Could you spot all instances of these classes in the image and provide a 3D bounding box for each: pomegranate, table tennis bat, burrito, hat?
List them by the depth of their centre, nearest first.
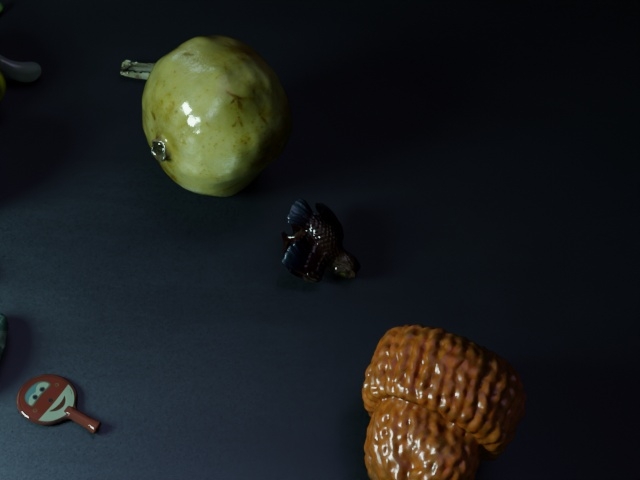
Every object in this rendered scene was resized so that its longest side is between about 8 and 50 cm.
[{"bbox_3d":[-0.442,0.283,1.530,0.154,0.019,0.098,27,46,9],"label":"table tennis bat"},{"bbox_3d":[0.173,0.368,1.571,0.285,0.285,0.400,25,73,3],"label":"hat"},{"bbox_3d":[-0.225,-0.256,1.884,0.332,0.333,0.333,10,47,-11],"label":"pomegranate"},{"bbox_3d":[-0.389,-0.400,2.140,0.171,0.042,0.051,1,46,-15],"label":"burrito"}]

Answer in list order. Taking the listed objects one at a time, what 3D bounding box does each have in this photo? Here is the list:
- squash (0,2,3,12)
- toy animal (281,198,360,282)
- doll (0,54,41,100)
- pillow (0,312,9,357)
[{"bbox_3d":[-0.779,-0.533,2.128,0.027,0.027,0.089,27,52,6],"label":"squash"},{"bbox_3d":[0.007,0.005,1.866,0.179,0.116,0.218,27,40,6],"label":"toy animal"},{"bbox_3d":[-0.740,-0.349,1.919,0.310,0.160,0.243,10,29,-43],"label":"doll"},{"bbox_3d":[-0.657,0.173,1.509,0.233,0.086,0.214,18,40,0],"label":"pillow"}]
